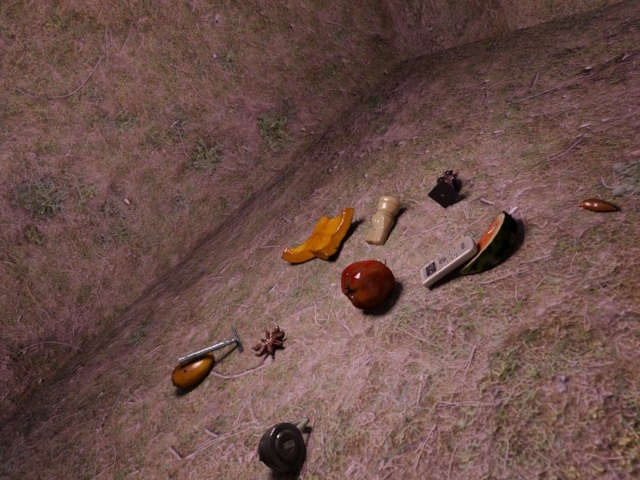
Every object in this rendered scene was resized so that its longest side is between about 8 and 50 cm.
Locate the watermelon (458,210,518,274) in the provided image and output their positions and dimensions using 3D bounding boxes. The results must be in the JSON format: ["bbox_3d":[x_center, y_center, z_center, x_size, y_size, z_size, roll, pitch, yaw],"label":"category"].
[{"bbox_3d":[0.491,0.006,1.278,0.245,0.063,0.119,-53,13,-15],"label":"watermelon"}]

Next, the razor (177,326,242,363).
[{"bbox_3d":[-0.415,0.408,1.662,0.232,0.068,0.106,-18,21,-15],"label":"razor"}]

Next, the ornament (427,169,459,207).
[{"bbox_3d":[0.460,-0.202,1.640,0.081,0.088,0.203,-51,4,32],"label":"ornament"}]

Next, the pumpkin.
[{"bbox_3d":[0.000,-0.013,1.875,0.290,0.095,0.258,-8,43,51],"label":"pumpkin"}]

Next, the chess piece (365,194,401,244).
[{"bbox_3d":[0.237,-0.070,1.700,0.090,0.090,0.200,-5,52,48],"label":"chess piece"}]

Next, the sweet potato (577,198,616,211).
[{"bbox_3d":[0.724,-0.091,1.162,0.095,0.034,0.034,19,60,48],"label":"sweet potato"}]

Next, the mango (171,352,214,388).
[{"bbox_3d":[-0.482,0.490,1.682,0.178,0.090,0.115,-29,19,0],"label":"mango"}]

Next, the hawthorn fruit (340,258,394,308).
[{"bbox_3d":[0.169,0.124,1.412,0.204,0.162,0.163,-28,21,-23],"label":"hawthorn fruit"}]

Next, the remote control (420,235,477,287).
[{"bbox_3d":[0.375,0.061,1.309,0.190,0.029,0.087,-40,17,24],"label":"remote control"}]

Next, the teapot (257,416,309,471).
[{"bbox_3d":[-0.106,0.516,1.146,0.108,0.111,0.149,-33,28,42],"label":"teapot"}]

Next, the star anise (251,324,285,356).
[{"bbox_3d":[-0.175,0.358,1.553,0.141,0.042,0.141,-29,24,15],"label":"star anise"}]
